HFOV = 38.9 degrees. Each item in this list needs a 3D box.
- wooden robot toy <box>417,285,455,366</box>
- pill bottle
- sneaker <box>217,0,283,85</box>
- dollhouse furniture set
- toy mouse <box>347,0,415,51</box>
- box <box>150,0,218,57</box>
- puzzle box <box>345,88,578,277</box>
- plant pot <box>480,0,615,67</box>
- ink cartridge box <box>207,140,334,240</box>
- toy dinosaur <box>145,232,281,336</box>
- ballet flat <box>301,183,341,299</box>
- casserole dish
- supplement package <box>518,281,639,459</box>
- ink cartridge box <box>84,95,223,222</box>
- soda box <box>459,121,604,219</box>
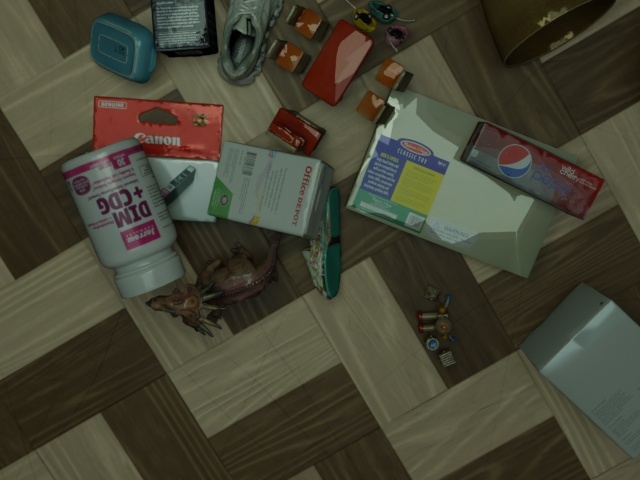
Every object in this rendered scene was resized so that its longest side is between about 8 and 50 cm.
[{"bbox_3d":[0.244,0.183,1.878,0.076,0.079,0.173,-7,97,1],"label":"wooden robot toy"},{"bbox_3d":[-0.373,-0.042,1.748,0.160,0.160,0.283,-21,98,3],"label":"pill bottle"},{"bbox_3d":[-0.135,-0.450,1.775,0.110,0.118,0.292,11,96,0],"label":"sneaker"},{"bbox_3d":[0.006,-0.297,1.759,0.262,0.135,0.259,33,104,8],"label":"dollhouse furniture set"},{"bbox_3d":[0.130,-0.426,1.793,0.161,0.143,0.031,56,139,24],"label":"toy mouse"},{"bbox_3d":[-0.265,-0.467,1.754,0.108,0.153,0.207,-4,96,0],"label":"box"},{"bbox_3d":[0.284,-0.121,1.851,0.409,0.052,0.272,22,97,-3],"label":"puzzle box"},{"bbox_3d":[0.396,-0.503,1.730,0.237,0.237,0.254,-28,83,3],"label":"plant pot"},{"bbox_3d":[-0.097,-0.098,1.792,0.212,0.093,0.154,13,88,20],"label":"ink cartridge box"},{"bbox_3d":[-0.180,0.092,1.803,0.296,0.200,0.127,-30,97,3],"label":"toy dinosaur"},{"bbox_3d":[0.000,0.000,1.863,0.077,0.091,0.241,3,94,30],"label":"ballet flat"},{"bbox_3d":[-0.393,-0.375,1.770,0.188,0.037,0.114,28,120,32],"label":"casserole dish"},{"bbox_3d":[0.578,0.255,1.828,0.263,0.198,0.199,43,96,-6],"label":"supplement package"},{"bbox_3d":[-0.337,-0.165,1.841,0.275,0.060,0.238,4,99,-1],"label":"ink cartridge box"},{"bbox_3d":[0.414,-0.140,1.781,0.263,0.083,0.092,26,97,-4],"label":"soda box"}]
